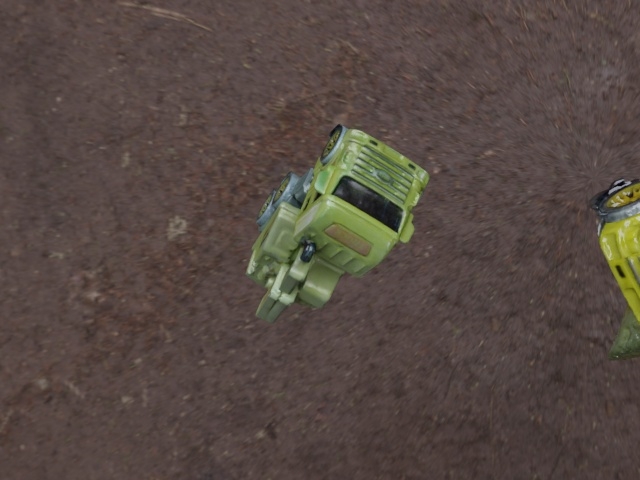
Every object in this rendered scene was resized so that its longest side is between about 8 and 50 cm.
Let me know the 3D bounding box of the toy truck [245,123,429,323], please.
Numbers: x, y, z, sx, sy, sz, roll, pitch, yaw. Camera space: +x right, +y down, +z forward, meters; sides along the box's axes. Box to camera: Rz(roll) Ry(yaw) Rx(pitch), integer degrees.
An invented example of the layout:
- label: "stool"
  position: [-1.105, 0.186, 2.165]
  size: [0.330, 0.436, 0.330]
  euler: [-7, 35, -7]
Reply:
- label: "toy truck"
  position: [0.000, 0.000, 0.712]
  size: [0.077, 0.169, 0.100]
  euler: [30, 60, -14]

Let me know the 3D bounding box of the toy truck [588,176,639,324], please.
- label: "toy truck"
  position: [0.316, -0.039, 0.673]
  size: [0.157, 0.272, 0.124]
  euler: [-15, 110, 55]

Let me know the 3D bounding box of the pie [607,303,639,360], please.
- label: "pie"
  position: [0.404, 0.039, 1.006]
  size: [0.257, 0.274, 0.105]
  euler: [-40, 75, 51]
